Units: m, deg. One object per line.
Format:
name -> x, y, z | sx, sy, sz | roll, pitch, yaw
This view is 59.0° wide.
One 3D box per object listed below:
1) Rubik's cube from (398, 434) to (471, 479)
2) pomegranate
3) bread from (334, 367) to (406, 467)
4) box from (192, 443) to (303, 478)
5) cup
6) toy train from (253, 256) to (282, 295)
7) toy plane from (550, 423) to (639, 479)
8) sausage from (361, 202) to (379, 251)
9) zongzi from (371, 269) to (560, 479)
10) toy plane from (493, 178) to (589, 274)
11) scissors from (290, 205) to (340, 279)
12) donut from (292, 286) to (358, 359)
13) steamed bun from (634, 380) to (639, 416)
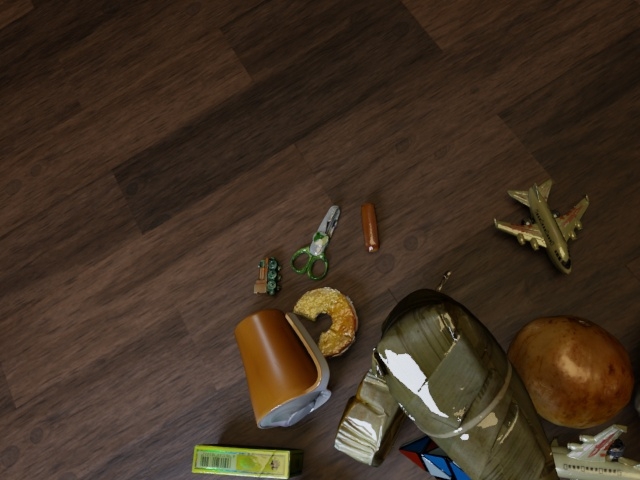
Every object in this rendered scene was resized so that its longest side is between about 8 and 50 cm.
Rubik's cube -> 0.286, 0.500, 1.241 | 0.234, 0.284, 0.250 | -3, 104, 30
pomegranate -> 0.517, 0.272, 1.186 | 0.248, 0.248, 0.248 | -3, 71, 10
bread -> 0.114, 0.386, 1.232 | 0.110, 0.210, 0.192 | 22, 76, 22
box -> -0.159, 0.498, 1.281 | 0.220, 0.141, 0.064 | 1, 71, 12
cup -> -0.086, 0.287, 1.314 | 0.226, 0.182, 0.264 | -46, 57, 31
toy train -> -0.136, 0.093, 1.469 | 0.064, 0.044, 0.103 | -5, 70, 20
toy plane -> 0.562, 0.459, 1.151 | 0.256, 0.241, 0.104 | 5, 31, 39
sausage -> 0.128, -0.031, 1.459 | 0.039, 0.041, 0.131 | -5, 71, 4
zongzi -> 0.295, 0.319, 1.137 | 0.218, 0.500, 0.467 | -31, 87, 9
toy plane -> 0.542, -0.030, 1.352 | 0.229, 0.092, 0.244 | -15, 70, 3
scissors -> 0.000, 0.000, 1.481 | 0.101, 0.027, 0.204 | 22, 79, 14
donut -> 0.025, 0.202, 1.384 | 0.146, 0.078, 0.181 | -28, 62, 0
steamed bun -> 0.783, 0.314, 1.104 | 0.352, 0.247, 0.339 | 38, 63, 14
